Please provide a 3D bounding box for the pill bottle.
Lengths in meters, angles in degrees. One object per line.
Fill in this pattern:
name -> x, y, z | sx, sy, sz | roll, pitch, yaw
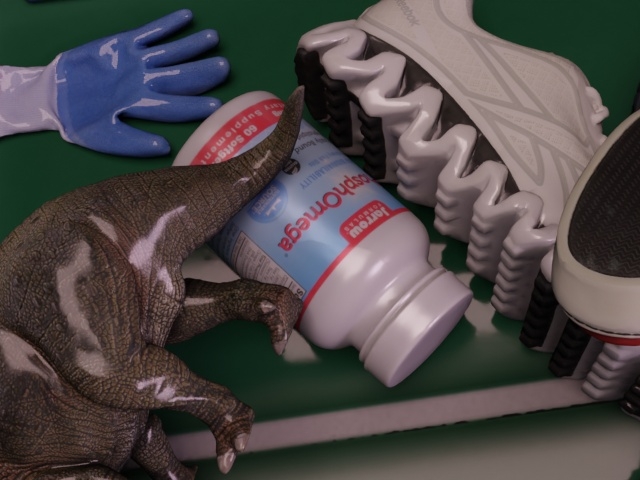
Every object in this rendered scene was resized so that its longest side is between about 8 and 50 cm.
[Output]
pill bottle -> 0.000, 0.000, 0.566 | 0.160, 0.087, 0.087 | 42, 85, 16

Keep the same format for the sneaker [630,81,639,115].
sneaker -> 0.280, -0.137, 0.550 | 0.122, 0.110, 0.283 | 43, 85, 13

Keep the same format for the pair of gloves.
pair of gloves -> -0.132, -0.145, 0.660 | 0.159, 0.023, 0.198 | -3, 75, 8

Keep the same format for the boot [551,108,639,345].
boot -> 0.197, 0.008, 0.473 | 0.244, 0.176, 0.088 | -37, 42, -28

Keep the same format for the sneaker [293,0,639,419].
sneaker -> 0.116, -0.029, 0.552 | 0.118, 0.110, 0.292 | -37, 74, -14

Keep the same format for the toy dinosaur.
toy dinosaur -> -0.110, 0.057, 0.502 | 0.160, 0.121, 0.313 | 29, 112, -9
